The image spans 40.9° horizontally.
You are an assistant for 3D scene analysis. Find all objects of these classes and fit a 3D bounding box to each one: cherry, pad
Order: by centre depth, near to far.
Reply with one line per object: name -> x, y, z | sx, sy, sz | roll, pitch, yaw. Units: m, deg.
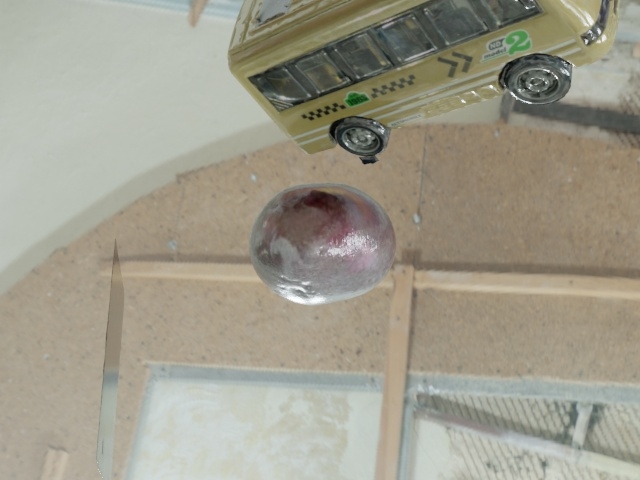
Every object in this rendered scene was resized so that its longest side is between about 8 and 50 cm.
cherry -> -0.004, 0.000, 0.985 | 0.176, 0.176, 0.140 | -5, -113, 12
pad -> -0.245, 0.147, 0.997 | 0.009, 0.159, 0.265 | 1, -120, -8

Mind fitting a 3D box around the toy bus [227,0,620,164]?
toy bus -> 0.093, -0.223, 0.850 | 0.365, 0.202, 0.177 | -14, -131, 37
